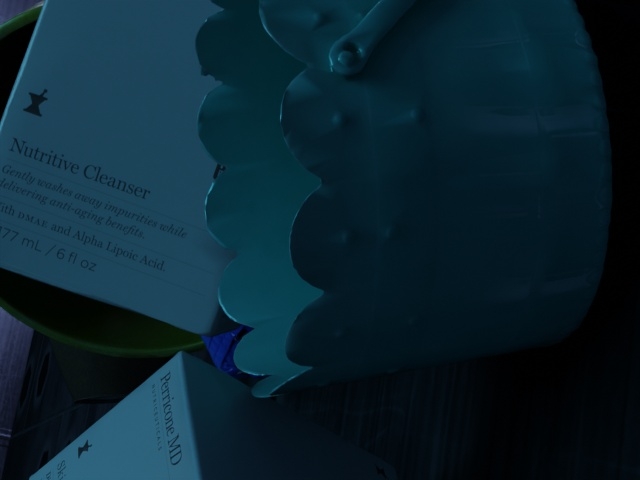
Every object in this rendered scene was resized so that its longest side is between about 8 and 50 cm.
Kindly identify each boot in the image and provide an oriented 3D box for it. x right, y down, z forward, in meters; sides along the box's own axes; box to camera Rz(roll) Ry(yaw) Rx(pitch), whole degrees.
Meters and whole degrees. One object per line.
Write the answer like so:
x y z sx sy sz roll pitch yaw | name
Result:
0.154 -0.175 0.851 0.106 0.082 0.219 162 119 -66 | boot

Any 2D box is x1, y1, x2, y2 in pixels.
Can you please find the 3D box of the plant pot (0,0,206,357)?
-0.169 -0.130 1.427 0.353 0.366 0.366 -85 17 -61 | plant pot

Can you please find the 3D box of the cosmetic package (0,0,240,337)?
-0.105 -0.139 1.104 0.156 0.217 0.385 -4 -68 -84 | cosmetic package

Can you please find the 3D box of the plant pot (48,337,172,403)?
-0.257 0.082 1.733 0.215 0.215 0.230 151 117 -66 | plant pot

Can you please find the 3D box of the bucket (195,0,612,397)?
0.037 -0.047 0.827 0.281 0.183 0.281 174 90 -76 | bucket

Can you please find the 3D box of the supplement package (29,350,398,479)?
-0.041 0.234 0.812 0.145 0.204 0.262 -40 39 21 | supplement package

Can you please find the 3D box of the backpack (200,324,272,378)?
-0.052 0.075 1.249 0.120 0.098 0.101 -56 46 41 | backpack
